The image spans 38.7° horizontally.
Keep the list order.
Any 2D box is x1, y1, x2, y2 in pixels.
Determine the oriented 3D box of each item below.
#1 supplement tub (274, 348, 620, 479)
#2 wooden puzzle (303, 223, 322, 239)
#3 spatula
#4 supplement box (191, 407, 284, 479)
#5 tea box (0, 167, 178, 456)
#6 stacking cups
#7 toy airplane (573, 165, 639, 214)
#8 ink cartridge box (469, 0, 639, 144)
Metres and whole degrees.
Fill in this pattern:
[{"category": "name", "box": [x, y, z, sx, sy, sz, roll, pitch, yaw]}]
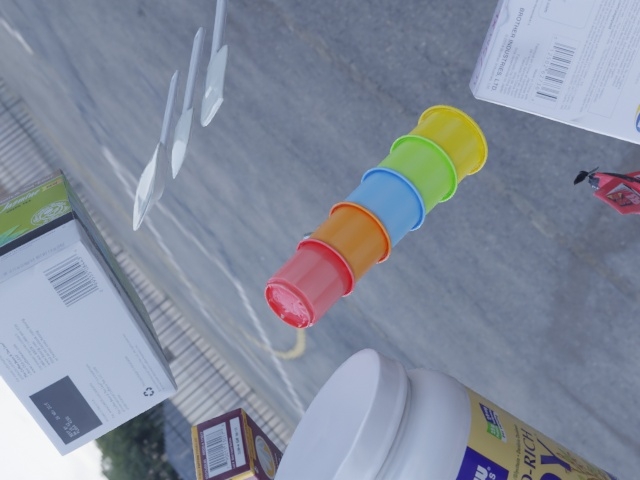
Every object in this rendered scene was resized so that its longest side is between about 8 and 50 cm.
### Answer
[{"category": "supplement tub", "box": [0.139, 0.281, 0.943, 0.331, 0.241, 0.241, 32, 170, -11]}, {"category": "wooden puzzle", "box": [0.000, 0.000, 1.351, 0.083, 0.049, 0.006, 84, 175, -60]}, {"category": "spatula", "box": [-0.123, -0.135, 0.832, 0.019, 0.168, 0.242, 21, -142, -20]}, {"category": "supplement box", "box": [-0.099, 0.331, 1.272, 0.188, 0.081, 0.104, 59, -168, -45]}, {"category": "tea box", "box": [-0.430, 0.109, 1.510, 0.323, 0.220, 0.329, 48, 165, 57]}, {"category": "stacking cups", "box": [0.055, -0.029, 0.982, 0.096, 0.316, 0.096, 32, 145, 26]}, {"category": "toy airplane", "box": [0.266, -0.024, 0.695, 0.151, 0.151, 0.028, 36, 122, 44]}, {"category": "ink cartridge box", "box": [0.343, -0.211, 1.014, 0.311, 0.185, 0.065, 16, -157, -2]}]
